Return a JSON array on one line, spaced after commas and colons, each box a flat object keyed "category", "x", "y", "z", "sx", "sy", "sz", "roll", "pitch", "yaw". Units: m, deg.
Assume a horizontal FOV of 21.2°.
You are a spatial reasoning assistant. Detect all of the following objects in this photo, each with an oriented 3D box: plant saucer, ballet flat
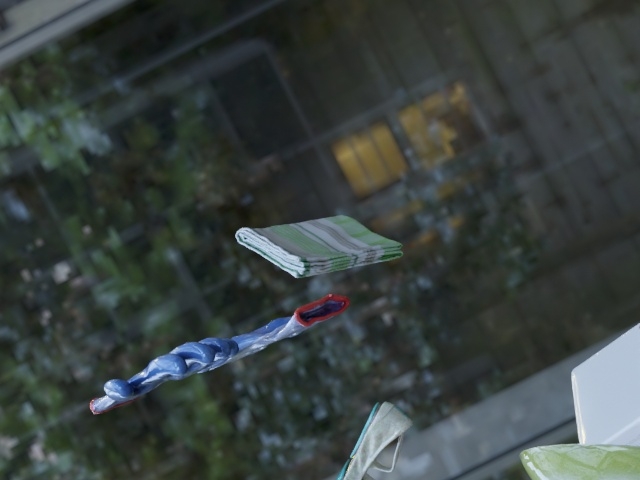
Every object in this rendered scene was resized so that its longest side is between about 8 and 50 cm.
[{"category": "plant saucer", "x": 0.310, "y": 0.235, "z": 1.642, "sx": 0.241, "sy": 0.241, "sz": 0.037, "roll": 53, "pitch": -138, "yaw": -68}, {"category": "ballet flat", "x": 0.051, "y": 0.257, "z": 1.910, "sx": 0.052, "sy": 0.168, "sz": 0.057, "roll": 30, "pitch": -155, "yaw": 6}]

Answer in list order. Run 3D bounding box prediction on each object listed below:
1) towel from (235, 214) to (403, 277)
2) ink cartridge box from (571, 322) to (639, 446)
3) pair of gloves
[{"category": "towel", "x": 0.000, "y": 0.000, "z": 1.837, "sx": 0.113, "sy": 0.152, "sz": 0.023, "roll": 30, "pitch": 120, "yaw": 42}, {"category": "ink cartridge box", "x": 0.569, "y": 0.244, "z": 2.265, "sx": 0.384, "sy": 0.279, "sz": 0.160, "roll": 31, "pitch": -144, "yaw": -26}, {"category": "pair of gloves", "x": -0.080, "y": 0.082, "z": 1.242, "sx": 0.159, "sy": 0.198, "sz": 0.023, "roll": -28, "pitch": 82, "yaw": 52}]
